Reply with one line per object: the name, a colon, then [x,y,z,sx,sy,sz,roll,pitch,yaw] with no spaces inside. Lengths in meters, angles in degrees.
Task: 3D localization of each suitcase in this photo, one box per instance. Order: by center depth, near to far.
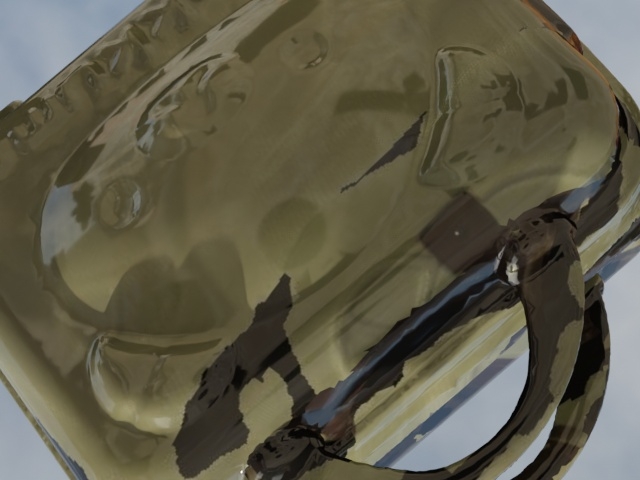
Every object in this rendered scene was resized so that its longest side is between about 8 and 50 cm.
suitcase: [0.000,0.000,0.962,0.339,0.351,0.194,50,180,32]
